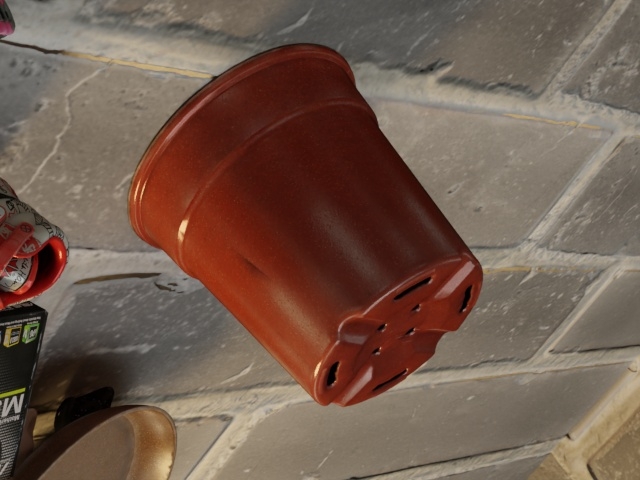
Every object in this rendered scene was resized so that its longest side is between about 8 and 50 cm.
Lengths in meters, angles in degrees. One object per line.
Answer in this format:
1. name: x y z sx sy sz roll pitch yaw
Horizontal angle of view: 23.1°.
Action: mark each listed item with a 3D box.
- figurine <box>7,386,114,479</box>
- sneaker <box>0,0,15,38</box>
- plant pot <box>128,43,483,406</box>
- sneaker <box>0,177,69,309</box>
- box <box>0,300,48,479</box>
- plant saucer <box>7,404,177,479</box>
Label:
1. figurine: -0.323 0.255 1.671 0.215 0.092 0.209 -11 134 -62
2. sneaker: -0.279 -0.163 1.147 0.057 0.047 0.119 -33 159 32
3. plant pot: 0.000 0.000 1.509 0.272 0.265 0.272 -31 153 -18
4. sneaker: -0.299 -0.023 1.195 0.090 0.145 0.270 -55 154 5
5. box: -0.348 0.152 1.452 0.191 0.045 0.184 -7 115 -55
6. plant saucer: -0.272 0.295 1.661 0.310 0.050 0.310 -45 156 -27
